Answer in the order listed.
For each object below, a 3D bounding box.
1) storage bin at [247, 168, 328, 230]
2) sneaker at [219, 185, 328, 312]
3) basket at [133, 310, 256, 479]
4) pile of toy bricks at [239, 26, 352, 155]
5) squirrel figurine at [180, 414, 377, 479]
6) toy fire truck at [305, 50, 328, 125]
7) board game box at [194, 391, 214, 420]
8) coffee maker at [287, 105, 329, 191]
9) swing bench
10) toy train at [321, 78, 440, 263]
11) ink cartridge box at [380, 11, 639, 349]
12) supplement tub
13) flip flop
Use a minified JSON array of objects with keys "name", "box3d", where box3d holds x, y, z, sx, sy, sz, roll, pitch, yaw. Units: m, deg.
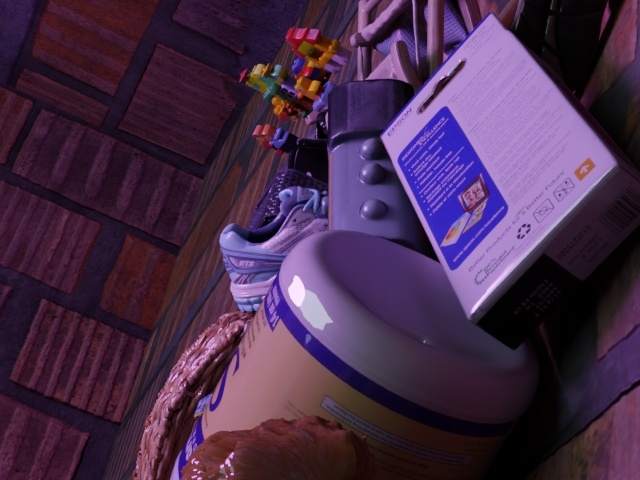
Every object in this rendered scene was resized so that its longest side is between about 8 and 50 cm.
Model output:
[{"name":"storage bin","box3d":[0.000,0.000,1.787,0.122,0.180,0.084,-52,18,49]},{"name":"sneaker","box3d":[0.009,-0.015,1.655,0.283,0.122,0.110,-24,14,3]},{"name":"basket","box3d":[-0.114,0.239,1.730,0.299,0.213,0.223,-65,12,0]},{"name":"pile of toy bricks","box3d":[-0.053,-0.199,1.796,0.118,0.105,0.212,-67,11,-22]},{"name":"squirrel figurine","box3d":[-0.028,0.345,0.987,0.397,0.281,0.370,-113,24,-43]},{"name":"toy fire truck","box3d":[0.022,-0.203,2.219,0.047,0.135,0.192,-42,26,63]},{"name":"board game box","box3d":[-0.006,0.190,1.512,0.194,0.194,0.060,-30,35,46]},{"name":"coffee maker","box3d":[0.056,-0.117,1.918,0.120,0.171,0.178,-66,-4,30]},{"name":"swing bench","box3d":[0.125,-0.207,1.691,0.253,0.165,0.254,-38,30,66]},{"name":"toy train","box3d":[0.060,-0.019,1.481,0.190,0.142,0.334,81,-171,-47]},{"name":"ink cartridge box","box3d":[0.164,-0.070,1.248,0.176,0.069,0.371,-48,28,16]},{"name":"supplement tub","box3d":[0.013,0.184,1.197,0.331,0.241,0.241,-61,12,20]},{"name":"flip flop","box3d":[0.262,-0.271,1.397,0.080,0.112,0.277,42,-113,-87]}]
